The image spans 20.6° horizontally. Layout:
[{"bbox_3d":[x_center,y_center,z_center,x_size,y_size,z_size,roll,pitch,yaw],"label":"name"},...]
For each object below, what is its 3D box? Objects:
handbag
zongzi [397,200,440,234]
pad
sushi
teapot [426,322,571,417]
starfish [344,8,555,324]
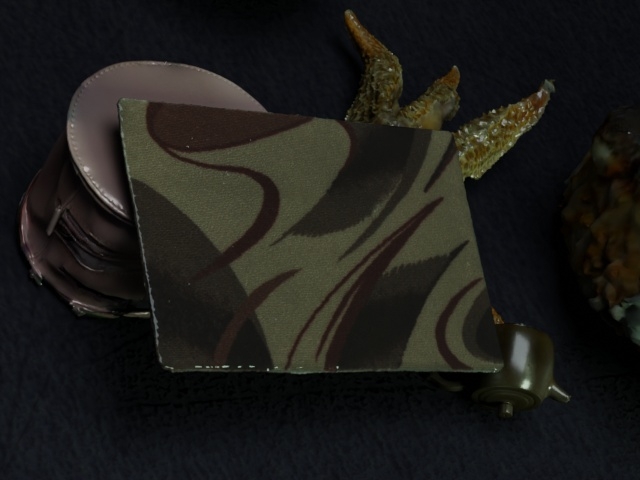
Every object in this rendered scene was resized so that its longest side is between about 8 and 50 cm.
[{"bbox_3d":[-0.131,-0.038,1.396,0.205,0.116,0.179,-6,60,-34],"label":"handbag"},{"bbox_3d":[0.039,-0.039,1.463,0.104,0.052,0.113,-18,95,-16],"label":"zongzi"},{"bbox_3d":[0.000,0.000,1.374,0.330,0.004,0.220,2,67,-36],"label":"pad"},{"bbox_3d":[0.411,0.041,1.609,0.418,0.176,0.417,22,42,-21],"label":"sushi"},{"bbox_3d":[0.149,0.114,1.473,0.121,0.076,0.068,4,64,6],"label":"teapot"},{"bbox_3d":[0.103,-0.082,1.586,0.301,0.084,0.293,28,49,-2],"label":"starfish"}]
